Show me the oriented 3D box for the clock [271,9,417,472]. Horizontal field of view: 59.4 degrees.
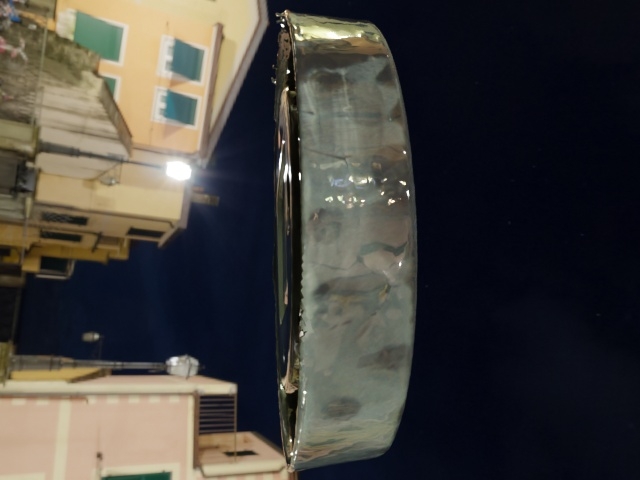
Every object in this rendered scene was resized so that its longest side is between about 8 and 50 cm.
[{"bbox_3d":[0.000,0.000,0.502,0.386,0.076,0.387,179,-90,-83],"label":"clock"}]
